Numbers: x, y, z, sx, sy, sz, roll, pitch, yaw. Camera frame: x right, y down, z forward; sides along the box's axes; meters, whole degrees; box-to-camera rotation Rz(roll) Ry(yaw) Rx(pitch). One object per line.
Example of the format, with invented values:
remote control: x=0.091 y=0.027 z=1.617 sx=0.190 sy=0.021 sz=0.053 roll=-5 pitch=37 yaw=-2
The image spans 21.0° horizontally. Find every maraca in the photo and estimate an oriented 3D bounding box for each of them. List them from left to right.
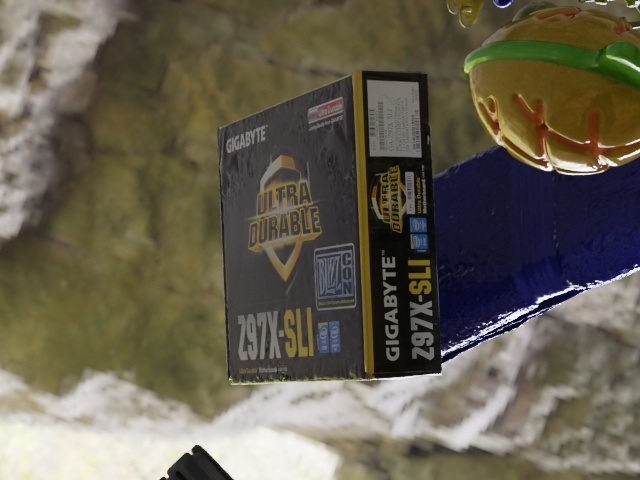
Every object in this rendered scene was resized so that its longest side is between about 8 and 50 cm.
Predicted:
maraca: x=0.165 y=-0.090 z=1.036 sx=0.185 sy=0.127 sz=0.099 roll=3 pitch=-106 yaw=54

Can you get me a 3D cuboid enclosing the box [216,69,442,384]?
box: x=0.000 y=0.000 z=1.553 sx=0.322 sy=0.079 sz=0.257 roll=169 pitch=-82 yaw=-65

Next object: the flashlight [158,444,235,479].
flashlight: x=-0.047 y=0.336 z=1.667 sx=0.103 sy=0.304 sz=0.103 roll=-45 pitch=177 yaw=13

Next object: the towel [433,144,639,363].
towel: x=0.199 y=-0.011 z=1.611 sx=0.308 sy=0.076 sz=0.228 roll=-25 pitch=-144 yaw=25

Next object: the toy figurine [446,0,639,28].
toy figurine: x=0.224 y=-0.373 z=2.028 sx=0.362 sy=0.191 sz=0.217 roll=34 pitch=32 yaw=-49
